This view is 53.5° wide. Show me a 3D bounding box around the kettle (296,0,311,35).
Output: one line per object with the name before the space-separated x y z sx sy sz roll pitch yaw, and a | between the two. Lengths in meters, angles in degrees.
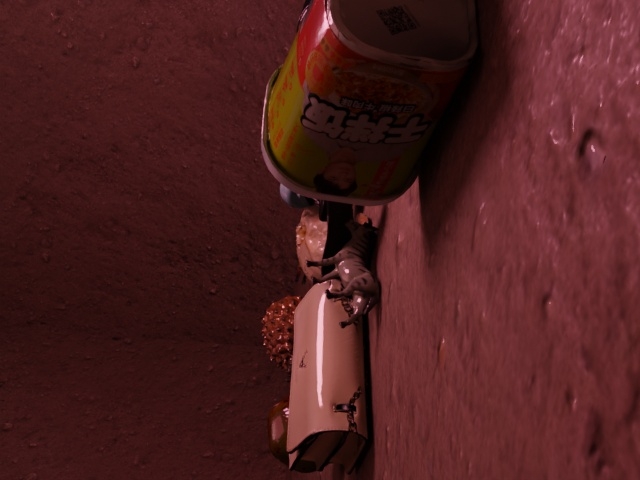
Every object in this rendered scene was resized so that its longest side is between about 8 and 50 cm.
kettle | 0.063 -0.612 1.817 0.203 0.262 0.308 -42 24 25

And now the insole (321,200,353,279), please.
insole | 0.035 -0.018 1.372 0.110 0.012 0.309 -37 -36 -31

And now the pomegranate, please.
pomegranate | -0.036 0.465 1.546 0.246 0.198 0.198 115 160 -78

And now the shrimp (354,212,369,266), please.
shrimp | 0.078 0.018 1.551 0.296 0.058 0.169 172 109 -80

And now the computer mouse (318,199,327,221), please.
computer mouse | 0.061 -0.174 1.628 0.170 0.100 0.269 -153 73 -86

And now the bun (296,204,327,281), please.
bun | 0.000 0.000 1.872 0.287 0.146 0.287 -178 90 -87

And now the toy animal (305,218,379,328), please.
toy animal | 0.070 0.062 1.315 0.073 0.176 0.217 81 163 -51

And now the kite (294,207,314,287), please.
kite | -0.017 0.020 2.001 0.015 0.152 0.285 -6 64 44

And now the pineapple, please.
pineapple | -0.054 0.350 1.925 0.357 0.223 0.223 -110 22 -44

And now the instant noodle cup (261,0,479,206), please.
instant noodle cup | 0.067 -0.236 0.914 0.308 0.294 0.294 120 155 -62

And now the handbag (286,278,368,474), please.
handbag | 0.017 0.293 1.376 0.237 0.160 0.358 113 163 -48

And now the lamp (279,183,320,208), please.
lamp | -0.009 -0.216 1.782 0.284 0.147 0.209 -65 -30 -18
